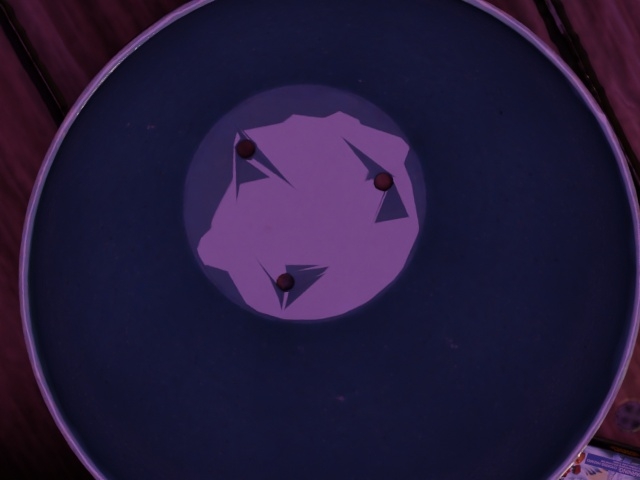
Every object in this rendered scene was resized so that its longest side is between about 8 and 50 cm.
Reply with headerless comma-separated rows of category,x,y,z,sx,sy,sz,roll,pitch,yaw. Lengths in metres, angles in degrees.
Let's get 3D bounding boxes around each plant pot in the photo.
plant pot,0.000,0.000,0.920,0.290,0.195,0.290,-1,102,-4

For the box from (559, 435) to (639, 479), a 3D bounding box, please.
box,0.121,0.153,1.050,0.137,0.027,0.094,15,101,-8
